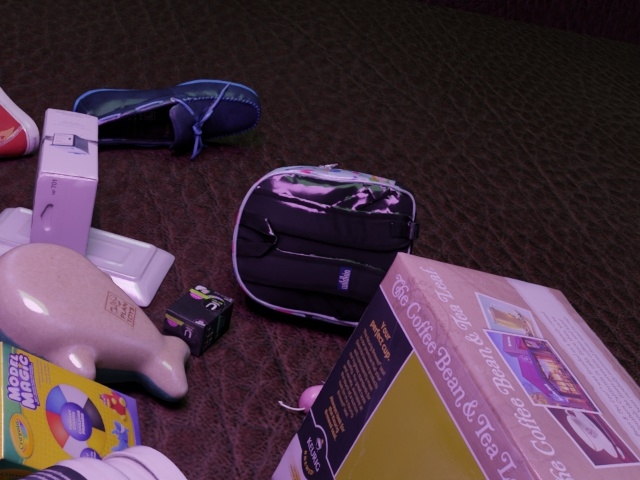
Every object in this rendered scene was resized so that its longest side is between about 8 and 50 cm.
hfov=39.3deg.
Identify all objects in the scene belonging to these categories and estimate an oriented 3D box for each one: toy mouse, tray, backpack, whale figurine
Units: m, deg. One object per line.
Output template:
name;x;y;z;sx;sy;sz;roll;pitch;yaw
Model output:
toy mouse;0.032;0.213;1.156;0.161;0.031;0.143;20;30;7
tray;-0.357;0.013;1.304;0.270;0.030;0.145;16;31;0
backpack;0.000;0.000;1.311;0.253;0.225;0.191;7;9;-6
whale figurine;-0.290;0.122;1.088;0.272;0.141;0.216;32;23;-23

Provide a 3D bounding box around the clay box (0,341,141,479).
clay box;-0.268;0.188;0.887;0.222;0.053;0.127;39;26;-48

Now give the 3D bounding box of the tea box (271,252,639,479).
tea box;0.144;0.245;0.839;0.220;0.323;0.329;13;30;-27

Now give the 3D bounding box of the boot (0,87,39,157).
boot;-0.613;-0.208;1.496;0.244;0.088;0.176;37;38;26

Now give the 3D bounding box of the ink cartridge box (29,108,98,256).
ink cartridge box;-0.367;-0.081;1.284;0.082;0.139;0.190;6;32;-20

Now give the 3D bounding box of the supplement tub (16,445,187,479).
supplement tub;-0.239;0.295;0.734;0.272;0.191;0.191;-16;43;-42

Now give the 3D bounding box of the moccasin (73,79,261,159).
moccasin;-0.272;-0.208;1.639;0.342;0.137;0.117;-9;41;-13

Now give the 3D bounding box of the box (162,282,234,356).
box;-0.166;0.107;1.216;0.062;0.052;0.083;24;32;16
